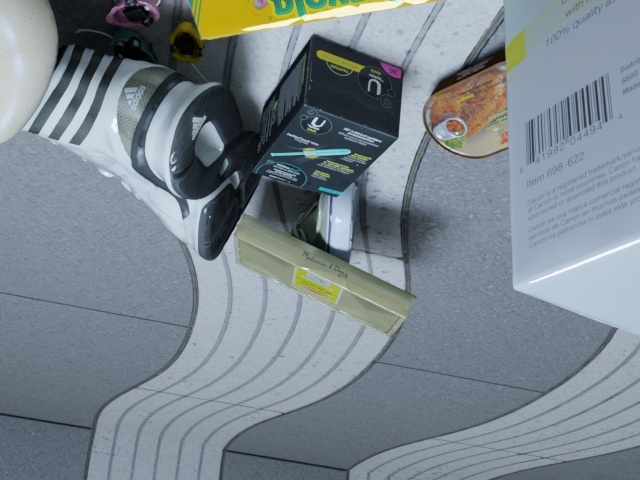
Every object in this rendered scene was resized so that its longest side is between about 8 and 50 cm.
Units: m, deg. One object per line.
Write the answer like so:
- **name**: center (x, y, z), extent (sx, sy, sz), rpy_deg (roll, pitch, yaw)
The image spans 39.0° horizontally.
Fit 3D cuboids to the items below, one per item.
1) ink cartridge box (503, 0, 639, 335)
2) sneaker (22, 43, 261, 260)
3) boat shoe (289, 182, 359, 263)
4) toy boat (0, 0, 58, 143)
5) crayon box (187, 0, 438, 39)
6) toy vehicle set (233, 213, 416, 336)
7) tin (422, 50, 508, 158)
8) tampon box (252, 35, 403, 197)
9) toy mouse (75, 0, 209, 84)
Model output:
- **ink cartridge box**: center (0.290, -0.156, 0.677), extent (0.160, 0.385, 0.279), rpy_deg (19, 151, -29)
- **sneaker**: center (-0.223, -0.127, 1.146), extent (0.257, 0.169, 0.447), rpy_deg (26, 167, 9)
- **boat shoe**: center (0.000, 0.000, 1.352), extent (0.094, 0.109, 0.302), rpy_deg (9, 156, 0)
- **toy boat**: center (-0.411, -0.242, 0.888), extent (0.318, 0.148, 0.267), rpy_deg (24, 138, -15)
- **crayon box**: center (0.010, -0.277, 0.758), extent (0.278, 0.081, 0.165), rpy_deg (-5, 119, 21)
- **toy vehicle set**: center (0.000, 0.056, 1.314), extent (0.266, 0.035, 0.166), rpy_deg (26, 165, 2)
- **tin**: center (0.203, -0.155, 1.037), extent (0.189, 0.040, 0.106), rpy_deg (-19, 118, 46)
- **tampon box**: center (0.007, -0.142, 1.074), extent (0.120, 0.102, 0.161), rpy_deg (17, 151, -20)
- **toy mouse**: center (-0.202, -0.238, 1.013), extent (0.143, 0.031, 0.161), rpy_deg (5, 153, 4)
